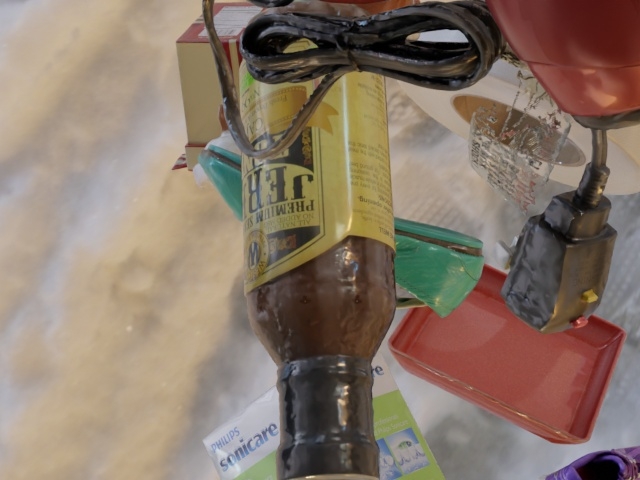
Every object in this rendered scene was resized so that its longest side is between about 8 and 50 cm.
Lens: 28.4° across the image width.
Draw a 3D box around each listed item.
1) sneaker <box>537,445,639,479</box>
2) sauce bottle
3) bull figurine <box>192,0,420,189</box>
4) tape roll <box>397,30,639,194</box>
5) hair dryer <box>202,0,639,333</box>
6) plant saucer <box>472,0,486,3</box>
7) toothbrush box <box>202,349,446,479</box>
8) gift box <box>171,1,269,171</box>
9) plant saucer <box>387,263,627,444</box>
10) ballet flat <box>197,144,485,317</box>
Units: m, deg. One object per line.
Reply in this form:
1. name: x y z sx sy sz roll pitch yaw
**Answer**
1. sneaker: 0.294 0.235 1.251 0.071 0.170 0.068 -52 56 44
2. sauce bottle: 0.000 0.000 0.894 0.111 0.111 0.344 -13 67 23
3. bull figurine: -0.003 -0.159 1.323 0.101 0.188 0.310 40 95 8
4. tape roll: 0.290 -0.182 1.770 0.392 0.392 0.072 26 82 11
5. hair dryer: 0.037 -0.102 0.454 0.223 0.080 0.293 32 136 17
6. plant saucer: 0.126 -0.313 1.141 0.310 0.310 0.050 41 75 4
7. toothbrush box: 0.024 0.287 1.373 0.206 0.122 0.283 -41 71 40
8. gift box: -0.106 -0.230 2.065 0.255 0.276 0.258 4 119 17
9. plant saucer: 0.232 0.137 1.573 0.258 0.259 0.048 25 123 10
10. ballet flat: 0.008 0.003 1.015 0.247 0.083 0.087 20 96 -3
